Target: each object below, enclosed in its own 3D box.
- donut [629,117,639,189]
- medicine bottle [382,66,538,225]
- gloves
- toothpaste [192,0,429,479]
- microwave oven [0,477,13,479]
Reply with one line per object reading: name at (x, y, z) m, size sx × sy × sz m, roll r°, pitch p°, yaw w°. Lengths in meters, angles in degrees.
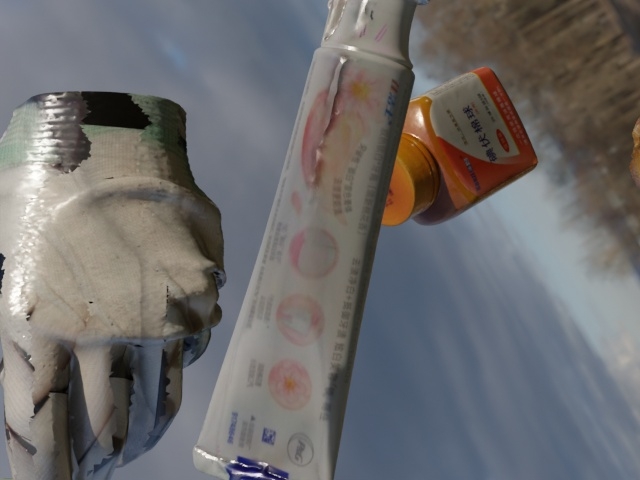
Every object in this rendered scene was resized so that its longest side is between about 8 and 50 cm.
donut at (0.407, -0.082, 1.289) m, size 0.253 × 0.253 × 0.118 m, roll 44°, pitch -157°, yaw -56°
medicine bottle at (0.141, -0.102, 1.715) m, size 0.222 × 0.112 × 0.149 m, roll -29°, pitch -87°, yaw -41°
gloves at (-0.111, 0.043, 0.666) m, size 0.128 × 0.111 × 0.212 m, roll 5°, pitch -100°, yaw -37°
toothpaste at (0.000, 0.000, 0.886) m, size 0.066 × 0.100 × 0.323 m, roll 12°, pitch -87°, yaw -66°
microwave oven at (-0.299, 0.238, 0.958) m, size 0.162 × 0.208 × 0.122 m, roll 94°, pitch 175°, yaw -57°
